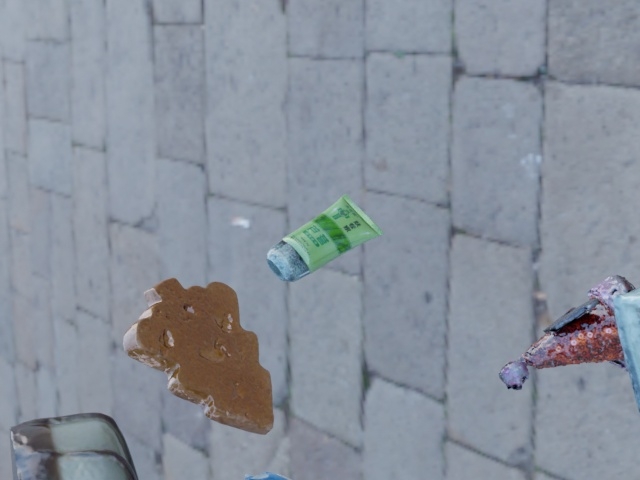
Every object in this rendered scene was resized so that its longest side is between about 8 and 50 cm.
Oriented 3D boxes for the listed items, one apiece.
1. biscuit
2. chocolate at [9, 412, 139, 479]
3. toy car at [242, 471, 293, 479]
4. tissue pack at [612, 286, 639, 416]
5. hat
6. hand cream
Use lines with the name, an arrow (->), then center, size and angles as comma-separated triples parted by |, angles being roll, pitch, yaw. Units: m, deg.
biscuit -> -0.182, 0.195, 2.016 | 0.043, 0.284, 0.306 | -43, 80, 33
chocolate -> -0.352, 0.394, 1.810 | 0.283, 0.186, 0.283 | 176, 90, -74
toy car -> -0.031, 0.473, 1.762 | 0.314, 0.166, 0.198 | 65, 147, 34
tissue pack -> 0.398, 0.169, 1.104 | 0.103, 0.228, 0.316 | -11, 92, 53
hat -> 0.332, 0.131, 1.609 | 0.140, 0.227, 0.129 | -145, 34, -73
hand cream -> 0.000, 0.000, 1.868 | 0.095, 0.175, 0.046 | 46, 157, 27
